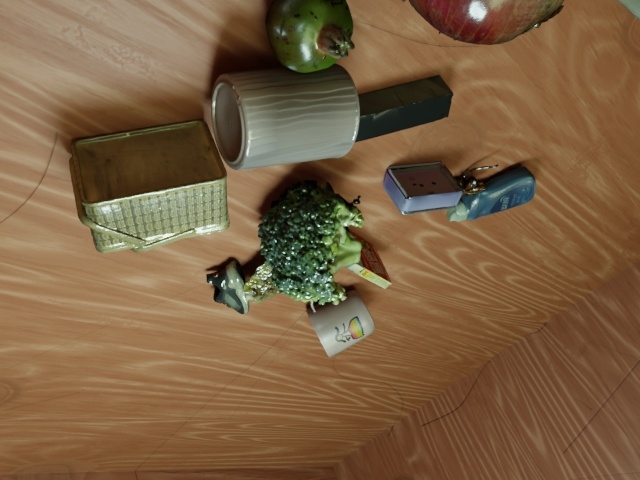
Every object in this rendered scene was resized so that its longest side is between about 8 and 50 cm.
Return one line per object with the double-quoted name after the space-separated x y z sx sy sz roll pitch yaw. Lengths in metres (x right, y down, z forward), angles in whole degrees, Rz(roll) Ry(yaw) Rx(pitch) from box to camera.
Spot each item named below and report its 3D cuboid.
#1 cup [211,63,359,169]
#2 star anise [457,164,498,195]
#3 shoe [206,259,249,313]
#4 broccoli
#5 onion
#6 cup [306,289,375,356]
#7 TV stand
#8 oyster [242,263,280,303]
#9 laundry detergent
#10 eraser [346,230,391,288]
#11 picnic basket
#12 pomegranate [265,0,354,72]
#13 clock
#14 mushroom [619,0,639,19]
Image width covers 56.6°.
-0.093 -0.269 1.314 0.273 0.288 0.208 -13 100 -28 "cup"
0.469 -0.183 1.855 0.191 0.070 0.097 -21 147 30 "star anise"
-0.285 0.154 1.848 0.112 0.099 0.227 -11 140 -7 "shoe"
0.008 0.005 1.609 0.293 0.347 0.281 -39 153 29 "broccoli"
0.303 -0.521 1.111 0.354 0.353 0.353 -16 144 -12 "onion"
0.065 0.265 2.137 0.201 0.191 0.252 -27 112 -2 "cup"
0.191 -0.332 1.498 0.270 0.082 0.088 -18 143 -11 "TV stand"
-0.134 0.122 1.853 0.222 0.083 0.214 -49 147 -2 "oyster"
0.554 -0.137 1.950 0.290 0.094 0.143 -22 149 -3 "laundry detergent"
0.135 0.054 1.898 0.038 0.157 0.230 -36 144 20 "eraser"
-0.377 -0.117 1.322 0.313 0.228 0.175 -13 141 -17 "picnic basket"
-0.008 -0.410 1.171 0.180 0.209 0.179 -26 141 -23 "pomegranate"
0.296 -0.155 1.733 0.194 0.144 0.073 -8 137 -21 "clock"
0.791 -0.630 1.453 0.329 0.122 0.159 2 101 -33 "mushroom"
